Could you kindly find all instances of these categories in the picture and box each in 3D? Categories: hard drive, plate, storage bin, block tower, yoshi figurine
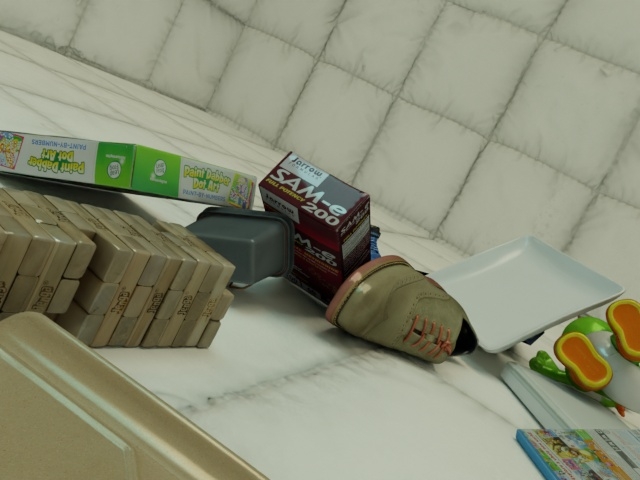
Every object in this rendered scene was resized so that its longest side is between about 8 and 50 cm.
[{"bbox_3d":[0.410,0.291,0.922,0.203,0.040,0.307,25,9,-11],"label":"hard drive"},{"bbox_3d":[0.354,0.098,1.160,0.278,0.045,0.277,-21,27,-11],"label":"plate"},{"bbox_3d":[-0.112,0.017,0.777,0.135,0.098,0.091,7,15,19],"label":"storage bin"},{"bbox_3d":[-0.211,0.022,0.482,0.097,0.091,0.335,33,10,32],"label":"block tower"},{"bbox_3d":[0.510,0.202,1.176,0.203,0.203,0.362,13,-16,26],"label":"yoshi figurine"}]

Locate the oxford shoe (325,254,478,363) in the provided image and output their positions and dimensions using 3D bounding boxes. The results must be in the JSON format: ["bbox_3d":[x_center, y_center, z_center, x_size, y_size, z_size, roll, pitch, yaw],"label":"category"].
[{"bbox_3d":[0.138,0.109,0.902,0.130,0.123,0.348,40,16,32],"label":"oxford shoe"}]

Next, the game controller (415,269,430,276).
[{"bbox_3d":[0.274,0.130,1.322,0.166,0.067,0.319,24,9,-19],"label":"game controller"}]

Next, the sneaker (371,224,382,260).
[{"bbox_3d":[0.116,0.007,1.480,0.058,0.084,0.152,22,11,-30],"label":"sneaker"}]

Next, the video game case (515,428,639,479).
[{"bbox_3d":[0.336,0.262,0.751,0.166,0.015,0.119,2,14,-7],"label":"video game case"}]

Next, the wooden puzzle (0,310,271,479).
[{"bbox_3d":[-0.153,0.121,0.282,0.221,0.044,0.239,30,14,15],"label":"wooden puzzle"}]

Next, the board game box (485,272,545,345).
[{"bbox_3d":[0.393,0.148,1.373,0.165,0.042,0.243,47,3,10],"label":"board game box"}]

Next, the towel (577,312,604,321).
[{"bbox_3d":[0.617,0.252,1.352,0.029,0.197,0.144,-22,25,-15],"label":"towel"}]

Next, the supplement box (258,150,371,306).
[{"bbox_3d":[0.000,0.000,0.874,0.130,0.073,0.239,31,-25,23],"label":"supplement box"}]

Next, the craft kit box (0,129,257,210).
[{"bbox_3d":[-0.252,-0.089,0.825,0.247,0.061,0.250,6,0,26],"label":"craft kit box"}]
